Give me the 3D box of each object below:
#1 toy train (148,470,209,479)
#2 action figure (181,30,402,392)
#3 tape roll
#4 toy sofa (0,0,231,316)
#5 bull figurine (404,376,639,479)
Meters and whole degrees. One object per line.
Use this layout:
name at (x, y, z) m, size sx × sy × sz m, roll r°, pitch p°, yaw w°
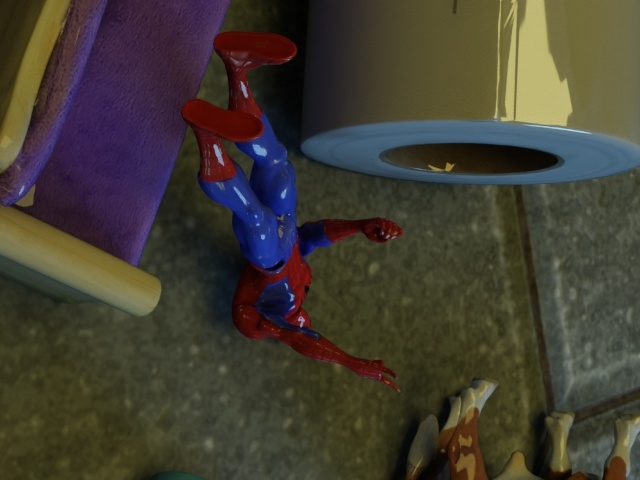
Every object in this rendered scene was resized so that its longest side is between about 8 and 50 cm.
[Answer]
toy train at (-0.046, 0.270, 0.840) m, size 0.248 × 0.105 × 0.143 m, roll 40°, pitch 51°, yaw -30°
action figure at (0.000, 0.000, 0.795) m, size 0.280 × 0.139 × 0.091 m, roll 87°, pitch 22°, yaw -57°
tape roll at (0.110, -0.139, 0.894) m, size 0.246 × 0.246 × 0.169 m, roll 8°, pitch 83°, yaw -38°
toy sofa at (-0.115, -0.146, 0.757) m, size 0.150 × 0.177 × 0.362 m, roll 30°, pitch 68°, yaw -34°
bull figurine at (0.185, 0.227, 1.020) m, size 0.310 × 0.101 × 0.188 m, roll 19°, pitch 71°, yaw -39°
